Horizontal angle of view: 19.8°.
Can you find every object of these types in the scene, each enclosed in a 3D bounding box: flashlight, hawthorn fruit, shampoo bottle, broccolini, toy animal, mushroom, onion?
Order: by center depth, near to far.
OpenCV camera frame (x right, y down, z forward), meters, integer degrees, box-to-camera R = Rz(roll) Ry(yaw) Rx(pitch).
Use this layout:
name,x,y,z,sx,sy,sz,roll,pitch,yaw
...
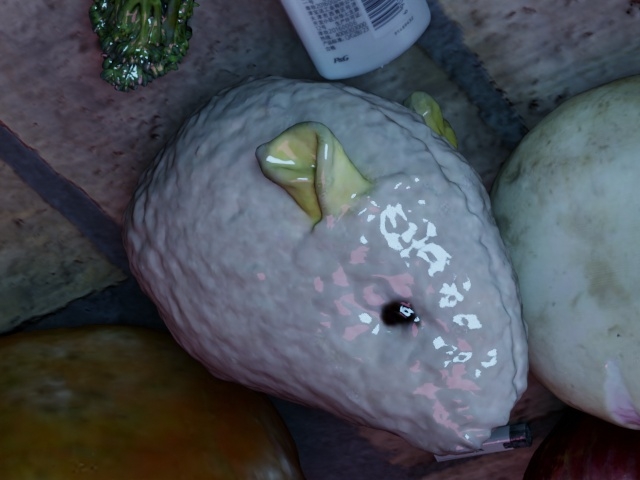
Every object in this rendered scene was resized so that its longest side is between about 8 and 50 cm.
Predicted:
name,x,y,z,sx,sy,sz,roll,pitch,yaw
broccolini,-0.094,-0.256,1.096,0.074,0.079,0.392,16,130,4
shampoo bottle,-0.002,-0.193,1.110,0.086,0.056,0.227,-31,141,0
mushroom,0.230,0.010,1.223,0.254,0.255,0.184,-14,168,22
toy animal,-0.006,-0.002,1.237,0.358,0.188,0.227,14,115,37
hawthorn fruit,-0.160,0.245,1.422,0.402,0.403,0.403,4,138,4
onion,0.277,0.203,1.436,0.246,0.190,0.246,14,160,5
flashlight,0.136,0.170,1.542,0.083,0.018,0.018,-12,132,20
